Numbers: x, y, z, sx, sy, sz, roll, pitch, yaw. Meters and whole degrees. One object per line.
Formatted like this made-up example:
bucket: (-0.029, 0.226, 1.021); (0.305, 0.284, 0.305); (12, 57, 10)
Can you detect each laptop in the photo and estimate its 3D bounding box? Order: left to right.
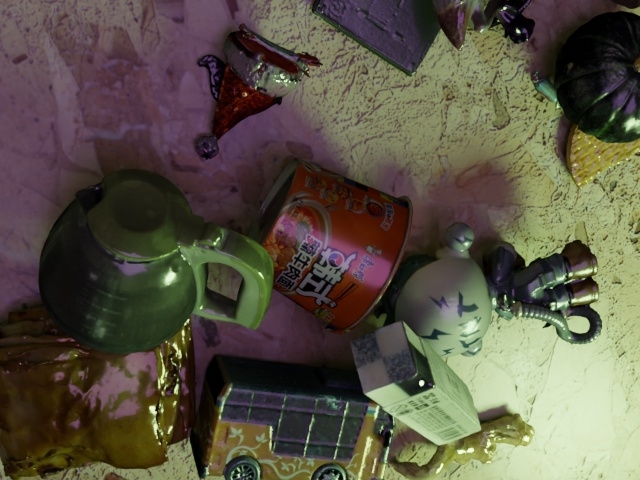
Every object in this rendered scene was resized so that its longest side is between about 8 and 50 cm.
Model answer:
laptop: (0.106, -0.381, 1.401); (0.207, 0.026, 0.154); (29, 95, -22)

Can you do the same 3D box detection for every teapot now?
teapot: (-0.243, 0.041, 1.242); (0.321, 0.239, 0.239); (43, 55, 6)

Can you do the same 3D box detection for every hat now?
hat: (-0.120, -0.218, 1.354); (0.140, 0.129, 0.227); (14, 121, -42)

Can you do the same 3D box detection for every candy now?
candy: (0.398, -0.260, 1.524); (0.083, 0.020, 0.030); (36, 90, -21)

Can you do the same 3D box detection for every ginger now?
ginger: (0.278, 0.401, 1.657); (0.288, 0.075, 0.089); (-18, 115, -15)

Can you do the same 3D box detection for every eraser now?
eraser: (0.166, 0.247, 1.440); (0.098, 0.096, 0.404); (-23, 149, 13)

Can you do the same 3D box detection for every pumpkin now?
pumpkin: (0.502, -0.274, 1.461); (0.220, 0.162, 0.221); (0, 85, -5)

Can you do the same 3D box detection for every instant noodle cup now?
instant noodle cup: (0.000, 0.000, 1.375); (0.192, 0.250, 0.250); (27, 97, -12)

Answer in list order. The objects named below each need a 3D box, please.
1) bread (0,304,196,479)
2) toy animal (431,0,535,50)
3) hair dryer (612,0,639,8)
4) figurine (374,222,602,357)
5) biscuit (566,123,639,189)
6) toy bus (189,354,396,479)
bread: (-0.350, 0.234, 1.366); (0.324, 0.167, 0.278); (-6, 107, -16)
toy animal: (0.217, -0.435, 1.377); (0.195, 0.090, 0.324); (-46, 110, -33)
hair dryer: (0.622, -0.435, 1.505); (0.210, 0.125, 0.352); (-45, 122, -2)
figurine: (0.277, 0.086, 1.505); (0.381, 0.186, 0.261); (-14, 103, -8)
biscuit: (0.527, -0.201, 1.573); (0.224, 0.033, 0.144); (-36, 108, -4)
toy bus: (-0.044, 0.313, 1.485); (0.323, 0.162, 0.194); (9, 100, -17)
